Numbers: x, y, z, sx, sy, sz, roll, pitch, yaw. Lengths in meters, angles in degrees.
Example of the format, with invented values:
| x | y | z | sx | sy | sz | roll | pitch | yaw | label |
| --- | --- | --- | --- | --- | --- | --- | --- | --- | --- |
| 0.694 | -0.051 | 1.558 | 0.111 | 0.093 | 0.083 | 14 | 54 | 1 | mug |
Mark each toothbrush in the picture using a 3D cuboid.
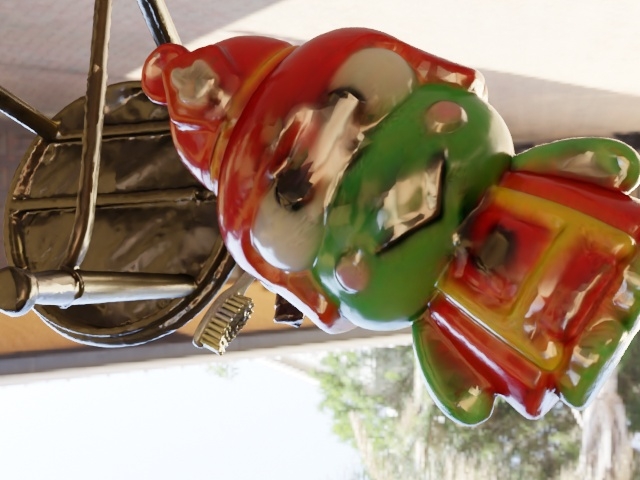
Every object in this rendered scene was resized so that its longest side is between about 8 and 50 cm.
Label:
| x | y | z | sx | sy | sz | roll | pitch | yaw | label |
| --- | --- | --- | --- | --- | --- | --- | --- | --- | --- |
| 0.009 | -0.042 | 0.748 | 0.037 | 0.375 | 0.028 | 21 | 151 | 37 | toothbrush |

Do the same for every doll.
| x | y | z | sx | sy | sz | roll | pitch | yaw | label |
| --- | --- | --- | --- | --- | --- | --- | --- | --- | --- |
| 0.029 | -0.035 | 0.502 | 0.363 | 0.183 | 0.160 | 31 | -174 | 17 | doll |

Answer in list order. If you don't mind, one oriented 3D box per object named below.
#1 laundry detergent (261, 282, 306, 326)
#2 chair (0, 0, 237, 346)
| x | y | z | sx | sy | sz | roll | pitch | yaw | label |
| --- | --- | --- | --- | --- | --- | --- | --- | --- | --- |
| 0.000 | 0.000 | 0.883 | 0.144 | 0.222 | 0.078 | 0 | 141 | 13 | laundry detergent |
| -0.269 | -0.080 | 0.714 | 0.364 | 0.362 | 0.410 | -4 | 166 | 17 | chair |
